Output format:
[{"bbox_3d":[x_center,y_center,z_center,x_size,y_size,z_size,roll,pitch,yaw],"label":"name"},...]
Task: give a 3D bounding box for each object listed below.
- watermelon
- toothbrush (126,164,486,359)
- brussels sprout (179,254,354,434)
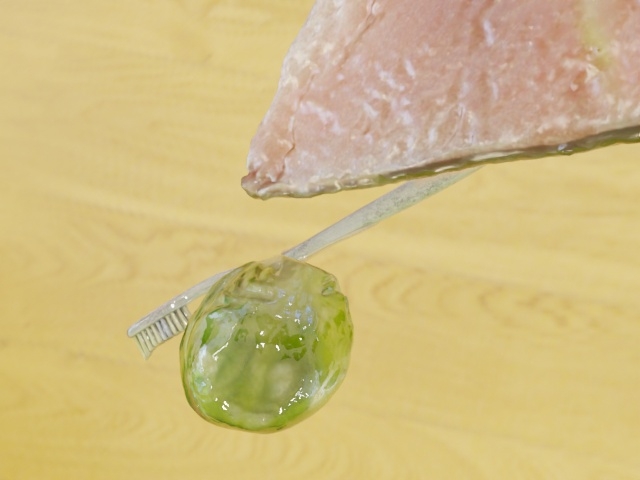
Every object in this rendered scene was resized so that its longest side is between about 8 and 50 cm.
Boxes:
[{"bbox_3d":[0.084,-0.066,0.596,0.136,0.207,0.202,23,116,-37],"label":"watermelon"},{"bbox_3d":[0.000,0.000,1.593,0.375,0.028,0.037,-29,82,9],"label":"toothbrush"},{"bbox_3d":[-0.044,0.081,1.480,0.117,0.155,0.155,32,111,-36],"label":"brussels sprout"}]
